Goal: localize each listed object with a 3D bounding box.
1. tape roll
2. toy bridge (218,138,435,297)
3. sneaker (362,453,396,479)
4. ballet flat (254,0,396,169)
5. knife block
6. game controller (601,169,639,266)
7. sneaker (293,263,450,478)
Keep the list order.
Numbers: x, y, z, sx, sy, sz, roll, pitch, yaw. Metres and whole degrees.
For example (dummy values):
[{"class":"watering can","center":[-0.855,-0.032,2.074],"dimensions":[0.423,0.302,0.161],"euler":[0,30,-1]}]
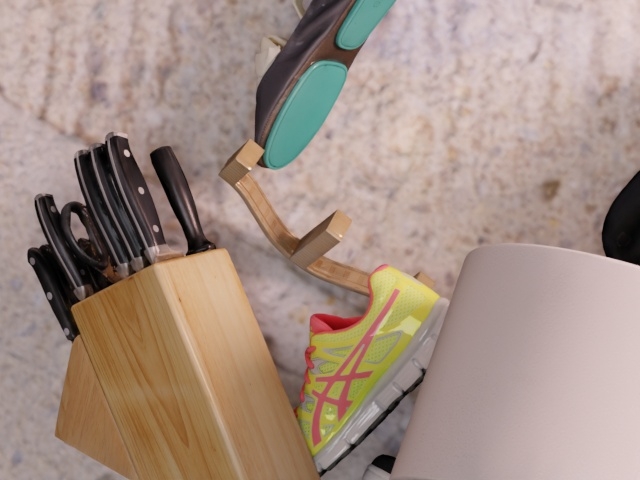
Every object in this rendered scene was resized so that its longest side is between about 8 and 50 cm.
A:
[{"class":"tape roll","center":[0.187,0.125,1.306],"dimensions":[0.246,0.246,0.169],"euler":[19,77,6]},{"class":"toy bridge","center":[0.000,0.000,1.469],"dimensions":[0.188,0.026,0.063],"euler":[38,142,-11]},{"class":"sneaker","center":[0.150,0.178,1.465],"dimensions":[0.217,0.079,0.121],"euler":[22,80,13]},{"class":"ballet flat","center":[-0.003,-0.151,1.460],"dimensions":[0.074,0.074,0.203],"euler":[34,104,4]},{"class":"knife block","center":[-0.100,0.060,1.429],"dimensions":[0.276,0.088,0.242],"euler":[26,113,30]},{"class":"game controller","center":[0.351,0.044,1.394],"dimensions":[0.319,0.067,0.166],"euler":[46,113,20]},{"class":"sneaker","center":[0.017,0.100,1.459],"dimensions":[0.094,0.081,0.208],"euler":[43,108,4]}]
